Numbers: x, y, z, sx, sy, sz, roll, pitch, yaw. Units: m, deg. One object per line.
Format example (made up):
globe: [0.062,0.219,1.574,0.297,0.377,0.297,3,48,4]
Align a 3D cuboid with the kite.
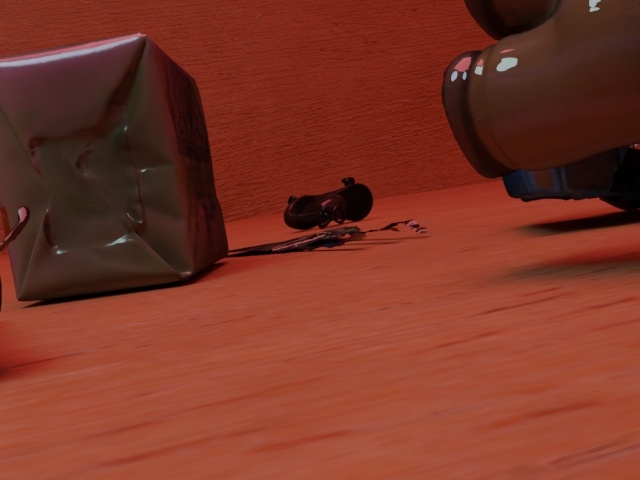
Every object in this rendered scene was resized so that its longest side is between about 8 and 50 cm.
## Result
kite: [0.000,-0.002,0.799,0.141,0.015,0.245,-13,5,-32]

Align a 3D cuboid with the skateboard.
skateboard: [0.018,-0.045,1.193,0.151,0.067,0.080,-18,19,-39]

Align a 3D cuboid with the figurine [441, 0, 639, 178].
figurine: [0.215,-0.107,0.280,0.381,0.248,0.203,-6,-37,45]

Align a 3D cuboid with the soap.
soap: [-0.165,-0.055,0.675,0.139,0.182,0.199,-9,3,2]

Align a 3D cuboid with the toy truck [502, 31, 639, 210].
toy truck: [0.326,-0.110,0.603,0.385,0.162,0.161,-7,2,7]

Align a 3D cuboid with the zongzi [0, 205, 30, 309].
zongzi: [-0.177,0.021,0.391,0.187,0.084,0.184,1,-3,27]
